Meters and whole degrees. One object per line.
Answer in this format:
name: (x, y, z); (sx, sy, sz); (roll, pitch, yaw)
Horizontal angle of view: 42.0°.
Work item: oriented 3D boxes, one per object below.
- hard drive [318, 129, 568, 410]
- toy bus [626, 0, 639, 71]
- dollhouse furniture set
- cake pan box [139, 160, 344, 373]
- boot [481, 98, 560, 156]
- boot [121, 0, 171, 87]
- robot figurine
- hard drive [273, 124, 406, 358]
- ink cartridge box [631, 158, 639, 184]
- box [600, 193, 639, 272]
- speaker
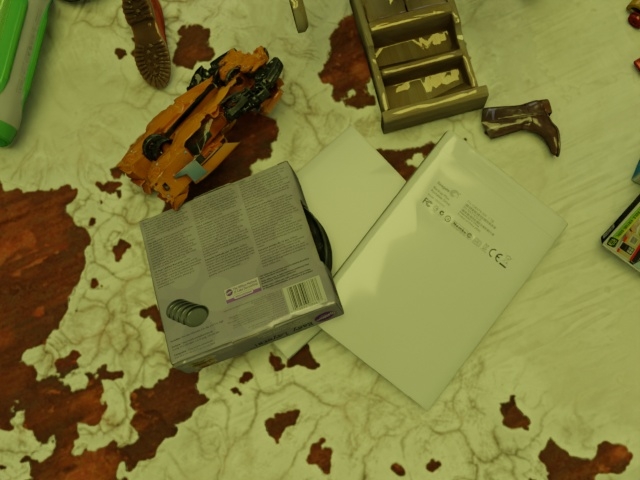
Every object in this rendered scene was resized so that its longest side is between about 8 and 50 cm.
hard drive: (0.174, 0.044, 1.254); (0.233, 0.047, 0.353); (38, 85, -3)
toy bus: (0.574, -0.365, 1.314); (0.202, 0.104, 0.191); (-2, 78, 2)
dollhouse furniture set: (0.139, -0.349, 1.186); (0.362, 0.394, 0.256); (-15, 79, 0)
cake pan box: (-0.117, 0.036, 1.231); (0.267, 0.070, 0.246); (-23, 67, 5)
boot: (0.315, -0.171, 1.323); (0.114, 0.037, 0.106); (-9, 65, -2)
boot: (-0.274, -0.333, 1.377); (0.059, 0.084, 0.158); (-8, 106, 11)
robot figurine: (-0.176, -0.187, 1.299); (0.291, 0.085, 0.211); (-47, 38, -12)
hard drive: (0.000, 0.000, 1.303); (0.318, 0.040, 0.210); (-42, 80, -5)
ink cartridge box: (0.588, -0.157, 1.284); (0.139, 0.082, 0.191); (24, 83, 7)
box: (0.527, -0.043, 1.230); (0.114, 0.036, 0.207); (36, 113, 2)
speaker: (-0.521, -0.309, 1.350); (0.131, 0.131, 0.296); (9, 79, 5)
